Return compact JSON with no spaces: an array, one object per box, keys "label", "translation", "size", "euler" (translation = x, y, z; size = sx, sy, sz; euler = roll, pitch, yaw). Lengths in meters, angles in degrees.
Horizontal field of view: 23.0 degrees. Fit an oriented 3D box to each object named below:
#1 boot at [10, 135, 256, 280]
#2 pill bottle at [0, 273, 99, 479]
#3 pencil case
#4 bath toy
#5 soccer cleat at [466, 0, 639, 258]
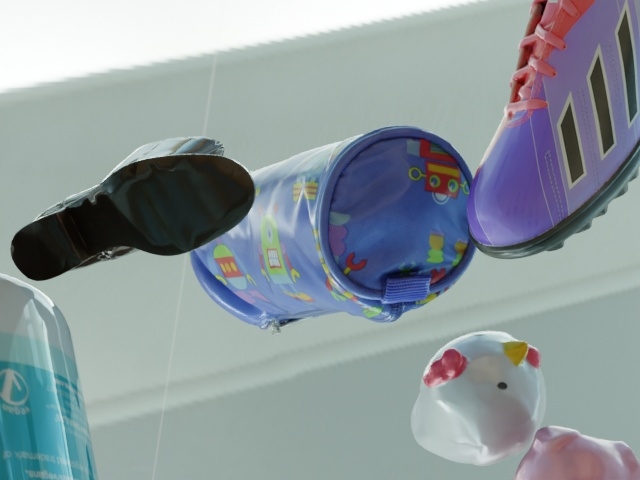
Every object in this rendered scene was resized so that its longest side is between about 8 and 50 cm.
[{"label":"boot","translation":[-0.055,-0.023,0.620],"size":[0.106,0.114,0.037],"euler":[-13,-79,23]},{"label":"pill bottle","translation":[-0.144,0.153,0.574],"size":[0.146,0.146,0.264],"euler":[-8,-115,-13]},{"label":"pencil case","translation":[0.000,0.000,1.132],"size":[0.119,0.306,0.133],"euler":[-8,-92,-22]},{"label":"bath toy","translation":[0.169,0.197,1.084],"size":[0.151,0.129,0.348],"euler":[-31,-123,4]},{"label":"soccer cleat","translation":[0.167,-0.132,0.979],"size":[0.108,0.116,0.318],"euler":[10,-122,47]}]
